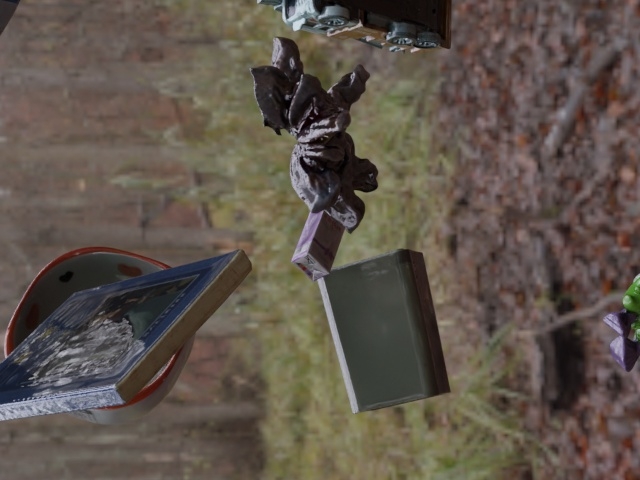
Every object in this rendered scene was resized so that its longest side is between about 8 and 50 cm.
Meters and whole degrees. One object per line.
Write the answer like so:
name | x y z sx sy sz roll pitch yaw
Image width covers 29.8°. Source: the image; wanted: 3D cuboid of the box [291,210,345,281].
box | 0.000 0.000 1.687 0.036 0.050 0.117 -27 27 36

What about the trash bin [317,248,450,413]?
trash bin | 0.109 0.149 1.968 0.122 0.164 0.240 12 -117 -69

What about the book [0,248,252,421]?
book | -0.203 0.092 1.100 0.191 0.269 0.025 -48 -66 -40

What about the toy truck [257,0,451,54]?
toy truck | 0.052 -0.401 2.053 0.184 0.338 0.133 -9 77 54

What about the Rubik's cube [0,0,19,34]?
Rubik's cube | -0.598 -0.374 1.859 0.254 0.254 0.254 180 90 -83

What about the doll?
doll | 0.368 0.091 1.323 0.050 0.115 0.190 51 172 42

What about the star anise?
star anise | 0.004 -0.145 1.611 0.212 0.129 0.282 -16 -87 -70

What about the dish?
dish | -0.286 0.140 1.621 0.117 0.256 0.256 86 180 -57
